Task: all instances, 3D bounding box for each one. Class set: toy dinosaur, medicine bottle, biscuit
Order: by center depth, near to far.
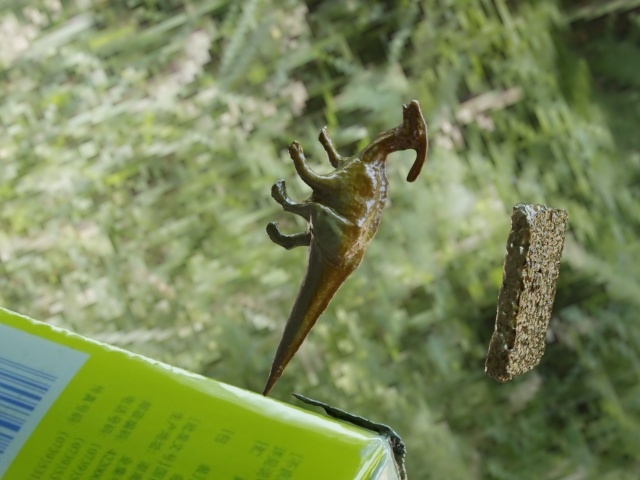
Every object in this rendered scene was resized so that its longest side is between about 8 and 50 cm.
[{"bbox_3d":[-0.002,-0.003,0.628,0.041,0.113,0.026,34,4,14],"label":"toy dinosaur"},{"bbox_3d":[-0.090,0.133,0.829,0.141,0.250,0.137,-57,152,-31],"label":"medicine bottle"},{"bbox_3d":[0.157,0.036,1.378,0.231,0.025,0.131,-6,106,-77],"label":"biscuit"}]
